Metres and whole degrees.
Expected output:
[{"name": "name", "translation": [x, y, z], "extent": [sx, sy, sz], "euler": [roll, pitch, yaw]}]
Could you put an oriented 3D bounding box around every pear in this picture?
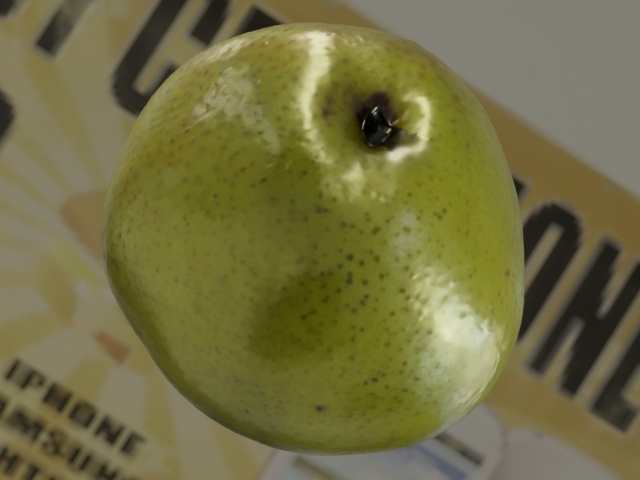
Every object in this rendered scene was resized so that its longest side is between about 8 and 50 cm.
[{"name": "pear", "translation": [0.000, 0.000, 1.271], "extent": [0.294, 0.294, 0.294], "euler": [32, -4, 2]}]
